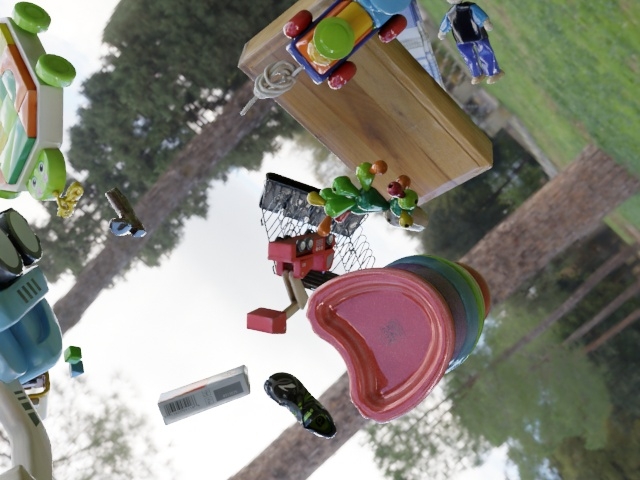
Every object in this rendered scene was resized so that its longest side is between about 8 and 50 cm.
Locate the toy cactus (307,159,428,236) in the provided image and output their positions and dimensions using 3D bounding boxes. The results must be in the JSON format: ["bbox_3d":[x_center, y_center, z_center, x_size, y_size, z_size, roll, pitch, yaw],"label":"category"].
[{"bbox_3d":[0.091,-0.047,1.169,0.180,0.112,0.219,20,161,-34],"label":"toy cactus"}]

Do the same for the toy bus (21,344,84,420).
[{"bbox_3d":[-0.560,0.274,1.470,0.202,0.191,0.104,39,-155,-54],"label":"toy bus"}]

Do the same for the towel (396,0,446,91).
[{"bbox_3d":[0.145,-0.375,1.645,0.034,0.209,0.285,-76,-31,-41],"label":"towel"}]

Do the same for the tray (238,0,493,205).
[{"bbox_3d":[0.084,-0.221,1.283,0.411,0.203,0.076,40,-140,-28],"label":"tray"}]

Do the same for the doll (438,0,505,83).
[{"bbox_3d":[0.264,-0.371,1.388,0.129,0.046,0.189,14,140,50],"label":"doll"}]

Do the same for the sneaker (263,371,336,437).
[{"bbox_3d":[-0.034,0.327,1.538,0.188,0.067,0.078,44,169,-17],"label":"sneaker"}]

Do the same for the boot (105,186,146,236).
[{"bbox_3d":[-0.404,-0.063,1.533,0.114,0.037,0.106,58,-170,21],"label":"boot"}]

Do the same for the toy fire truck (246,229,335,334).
[{"bbox_3d":[-0.039,0.060,1.170,0.047,0.135,0.192,7,-170,28],"label":"toy fire truck"}]

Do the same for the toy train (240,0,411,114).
[{"bbox_3d":[0.003,-0.229,0.921,0.105,0.248,0.143,47,-179,-12],"label":"toy train"}]

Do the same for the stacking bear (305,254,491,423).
[{"bbox_3d":[0.138,0.093,0.999,0.175,0.164,0.289,60,-154,9],"label":"stacking bear"}]

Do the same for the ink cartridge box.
[{"bbox_3d":[-0.189,0.238,1.284,0.179,0.145,0.045,-137,28,-80],"label":"ink cartridge box"}]

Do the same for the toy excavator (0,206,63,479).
[{"bbox_3d":[-0.506,0.206,1.225,0.445,0.222,0.433,61,179,-12],"label":"toy excavator"}]

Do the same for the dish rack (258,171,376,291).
[{"bbox_3d":[0.000,0.000,1.320,0.208,0.074,0.271,17,-152,-21],"label":"dish rack"}]

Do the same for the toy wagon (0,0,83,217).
[{"bbox_3d":[-0.457,-0.183,1.185,0.068,0.267,0.344,-3,-128,-44],"label":"toy wagon"}]
